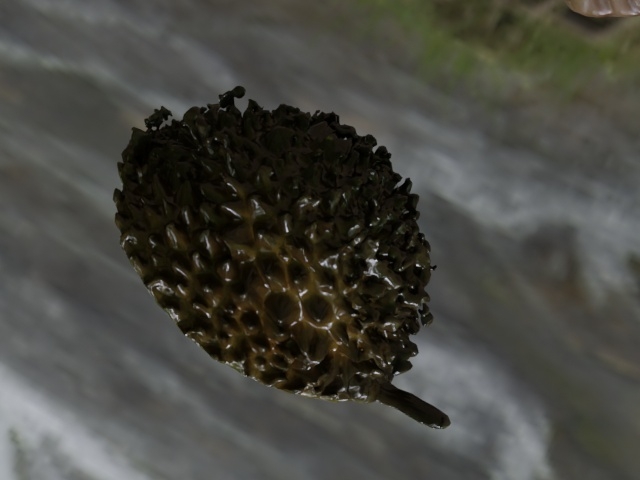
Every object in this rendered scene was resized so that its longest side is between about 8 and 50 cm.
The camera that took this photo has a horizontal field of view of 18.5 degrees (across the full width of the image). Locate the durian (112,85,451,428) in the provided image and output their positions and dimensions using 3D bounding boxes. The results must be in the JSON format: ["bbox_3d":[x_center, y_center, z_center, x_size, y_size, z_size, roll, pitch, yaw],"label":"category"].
[{"bbox_3d":[0.000,0.000,0.825,0.091,0.148,0.188,-43,76,24],"label":"durian"}]

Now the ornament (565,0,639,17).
[{"bbox_3d":[0.228,-0.300,1.497,0.221,0.235,0.218,-1,128,37],"label":"ornament"}]
